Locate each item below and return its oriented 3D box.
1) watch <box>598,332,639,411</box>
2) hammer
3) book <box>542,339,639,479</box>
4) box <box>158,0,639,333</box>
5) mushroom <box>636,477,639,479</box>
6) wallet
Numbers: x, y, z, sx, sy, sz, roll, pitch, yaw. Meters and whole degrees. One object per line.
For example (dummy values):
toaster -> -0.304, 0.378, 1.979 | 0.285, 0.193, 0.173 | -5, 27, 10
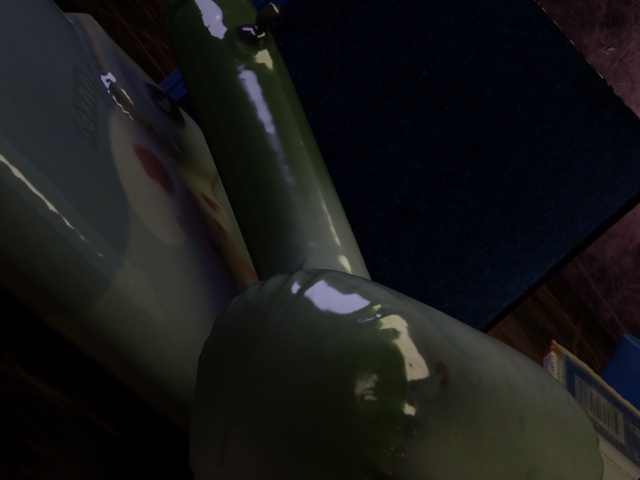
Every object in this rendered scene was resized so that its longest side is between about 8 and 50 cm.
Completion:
watch -> 0.366, 0.216, 1.687 | 0.274, 0.241, 0.305 | 36, 4, 30
hammer -> 0.000, 0.000, 0.787 | 0.206, 0.119, 0.335 | 27, 35, -52
book -> 0.228, 0.221, 1.134 | 0.228, 0.018, 0.322 | 41, 26, -13
box -> 0.061, -0.077, 1.220 | 0.279, 0.261, 0.116 | 46, 8, -16
mushroom -> 0.148, 0.152, 0.872 | 0.148, 0.217, 0.227 | 46, 10, -17
wallet -> -0.103, -0.020, 0.839 | 0.360, 0.083, 0.252 | 45, 16, -30
